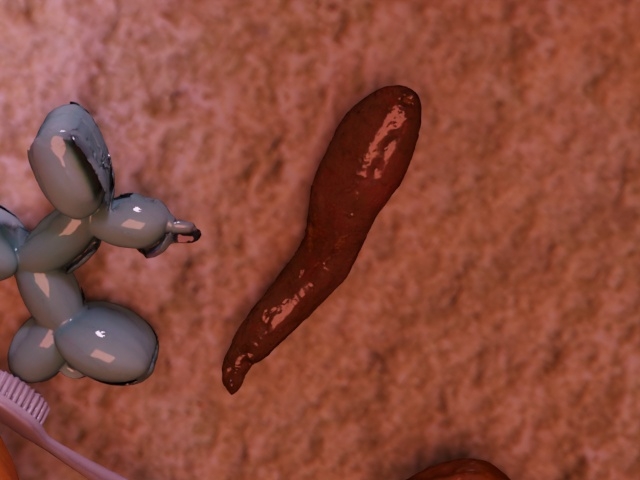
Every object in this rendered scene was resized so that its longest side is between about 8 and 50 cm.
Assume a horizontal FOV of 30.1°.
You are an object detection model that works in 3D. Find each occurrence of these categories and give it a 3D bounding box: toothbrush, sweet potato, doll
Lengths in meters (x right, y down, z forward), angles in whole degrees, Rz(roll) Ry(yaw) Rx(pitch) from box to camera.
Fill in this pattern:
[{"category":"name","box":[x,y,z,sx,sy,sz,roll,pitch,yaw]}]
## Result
[{"category":"toothbrush","box":[-0.100,0.172,0.752,0.021,0.024,0.288,-23,124,39]},{"category":"sweet potato","box":[0.000,0.000,0.710,0.050,0.050,0.214,26,107,-13]},{"category":"doll","box":[-0.149,0.019,0.691,0.159,0.059,0.158,-40,108,17]}]

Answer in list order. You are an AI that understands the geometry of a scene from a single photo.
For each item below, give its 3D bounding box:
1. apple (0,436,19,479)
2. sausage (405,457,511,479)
[{"category":"apple","box":[-0.271,0.182,0.644,0.242,0.242,0.241,16,108,-11]},{"category":"sausage","box":[0.124,0.243,0.778,0.098,0.098,0.238,-27,107,3]}]
